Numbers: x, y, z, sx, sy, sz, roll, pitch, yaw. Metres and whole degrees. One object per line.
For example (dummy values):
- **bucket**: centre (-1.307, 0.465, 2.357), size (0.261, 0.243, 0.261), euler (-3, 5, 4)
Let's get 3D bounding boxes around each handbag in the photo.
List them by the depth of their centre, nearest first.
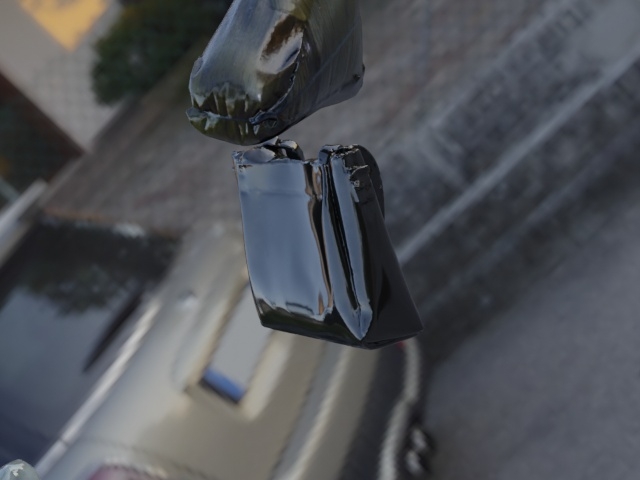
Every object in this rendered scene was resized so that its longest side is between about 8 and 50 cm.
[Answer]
- **handbag**: centre (0.000, 0.000, 2.027), size (0.113, 0.257, 0.285), euler (-22, 15, -27)

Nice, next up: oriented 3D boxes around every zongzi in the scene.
- **zongzi**: centre (-0.036, -0.268, 1.785), size (0.286, 0.138, 0.300), euler (-37, -40, -63)

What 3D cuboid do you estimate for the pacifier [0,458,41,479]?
- **pacifier**: centre (-0.513, 0.353, 2.312), size (0.269, 0.343, 0.288), euler (-9, 46, 8)
